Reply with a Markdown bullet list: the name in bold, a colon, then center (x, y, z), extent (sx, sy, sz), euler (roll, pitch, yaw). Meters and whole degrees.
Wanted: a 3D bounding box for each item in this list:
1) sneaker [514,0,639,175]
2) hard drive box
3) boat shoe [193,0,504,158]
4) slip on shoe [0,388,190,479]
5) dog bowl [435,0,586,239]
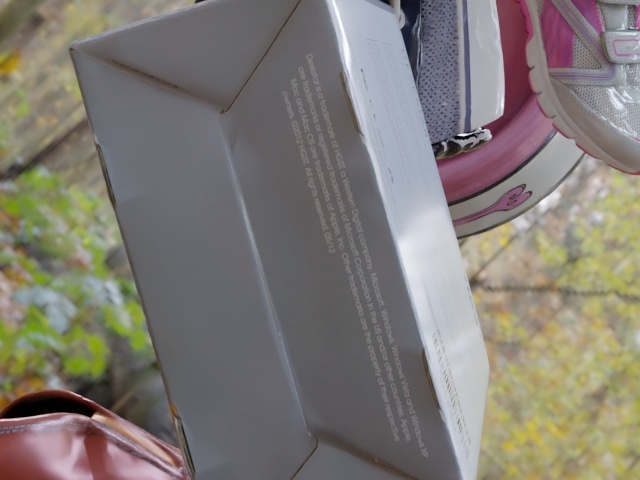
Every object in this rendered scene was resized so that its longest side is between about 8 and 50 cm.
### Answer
- **sneaker**: center (0.211, -0.172, 1.131), extent (0.111, 0.103, 0.252), euler (-27, -94, 42)
- **hard drive box**: center (0.000, 0.000, 0.587), extent (0.232, 0.089, 0.181), euler (-32, 107, -80)
- **boat shoe**: center (0.000, -0.178, 0.805), extent (0.127, 0.158, 0.340), euler (26, -45, 53)
- **slip on shoe**: center (-0.111, 0.120, 0.717), extent (0.331, 0.123, 0.101), euler (12, 61, -55)
- **dog bowl**: center (0.077, -0.202, 1.401), extent (0.408, 0.408, 0.150), euler (44, 5, 11)
